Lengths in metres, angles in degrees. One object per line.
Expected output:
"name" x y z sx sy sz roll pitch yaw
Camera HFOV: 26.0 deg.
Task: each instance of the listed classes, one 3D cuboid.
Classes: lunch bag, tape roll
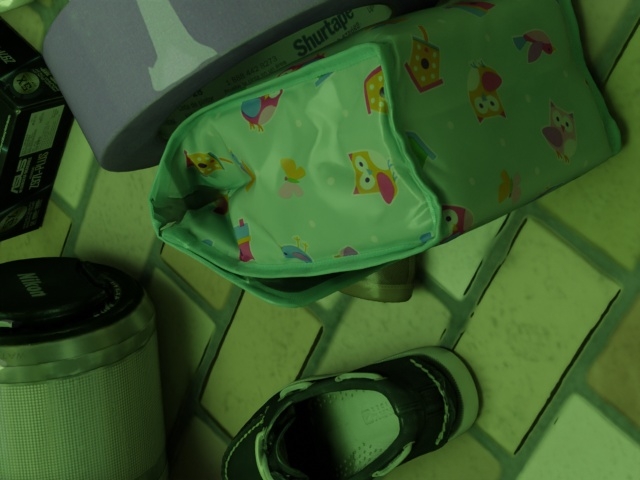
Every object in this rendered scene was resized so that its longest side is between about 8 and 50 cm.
"lunch bag" 0.034 -0.059 0.960 0.262 0.223 0.160 -18 94 45
"tape roll" -0.050 -0.151 0.963 0.275 0.275 0.090 -33 84 44

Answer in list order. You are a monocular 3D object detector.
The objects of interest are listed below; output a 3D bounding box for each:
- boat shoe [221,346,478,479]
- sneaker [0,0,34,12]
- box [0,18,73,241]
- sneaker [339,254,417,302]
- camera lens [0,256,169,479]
"boat shoe" -0.004 0.166 1.170 0.302 0.091 0.114 -36 75 43
"sneaker" -0.327 -0.263 1.315 0.152 0.058 0.084 14 124 44
"box" -0.330 -0.110 1.363 0.147 0.077 0.180 43 130 22
"sneaker" 0.000 0.000 1.138 0.188 0.066 0.071 12 98 32
"camera lens" -0.257 0.167 1.309 0.219 0.219 0.274 13 115 38
